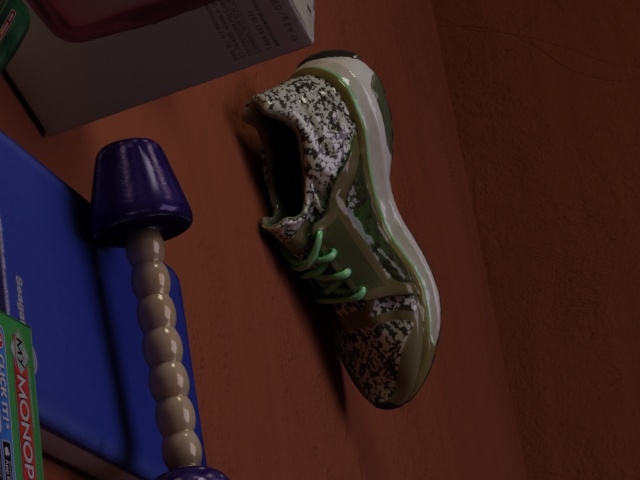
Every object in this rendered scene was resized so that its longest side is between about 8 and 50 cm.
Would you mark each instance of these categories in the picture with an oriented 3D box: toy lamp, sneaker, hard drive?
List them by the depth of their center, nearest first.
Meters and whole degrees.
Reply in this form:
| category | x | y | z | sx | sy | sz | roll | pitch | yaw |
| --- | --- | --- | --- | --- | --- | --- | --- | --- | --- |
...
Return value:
| category | x | y | z | sx | sy | sz | roll | pitch | yaw |
| --- | --- | --- | --- | --- | --- | --- | --- | --- | --- |
| toy lamp | -0.117 | 0.061 | 1.230 | 0.080 | 0.080 | 0.274 | 35 | 43 | -68 |
| hard drive | -0.172 | 0.067 | 1.253 | 0.318 | 0.040 | 0.210 | 46 | 30 | -61 |
| sneaker | 0.000 | 0.000 | 1.904 | 0.182 | 0.158 | 0.410 | -17 | 92 | -45 |

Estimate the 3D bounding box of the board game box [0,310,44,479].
| category | x | y | z | sx | sy | sz | roll | pitch | yaw |
| --- | --- | --- | --- | --- | --- | --- | --- | --- | --- |
| board game box | -0.202 | 0.177 | 0.916 | 0.213 | 0.046 | 0.317 | 51 | 28 | -69 |

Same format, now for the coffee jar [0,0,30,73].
| category | x | y | z | sx | sy | sz | roll | pitch | yaw |
| --- | --- | --- | --- | --- | --- | --- | --- | --- | --- |
| coffee jar | -0.265 | -0.180 | 1.085 | 0.184 | 0.079 | 0.096 | 59 | 44 | -42 |

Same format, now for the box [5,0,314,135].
| category | x | y | z | sx | sy | sz | roll | pitch | yaw |
| --- | --- | --- | --- | --- | --- | --- | --- | --- | --- |
| box | -0.132 | -0.203 | 1.328 | 0.148 | 0.232 | 0.127 | -91 | 159 | -49 |
